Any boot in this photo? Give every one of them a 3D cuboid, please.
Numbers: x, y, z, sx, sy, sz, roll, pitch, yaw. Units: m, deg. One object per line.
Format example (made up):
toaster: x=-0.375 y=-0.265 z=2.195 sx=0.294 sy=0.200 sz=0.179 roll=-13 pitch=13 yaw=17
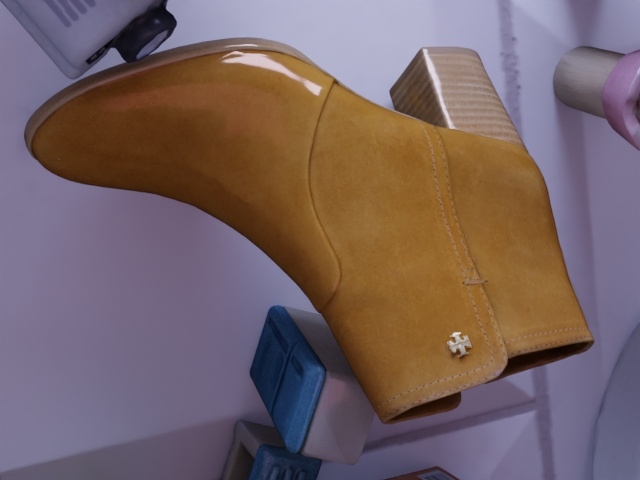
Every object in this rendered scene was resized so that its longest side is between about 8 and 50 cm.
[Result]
boot: x=0.000 y=0.000 z=0.655 sx=0.295 sy=0.104 sz=0.211 roll=-8 pitch=67 yaw=-19

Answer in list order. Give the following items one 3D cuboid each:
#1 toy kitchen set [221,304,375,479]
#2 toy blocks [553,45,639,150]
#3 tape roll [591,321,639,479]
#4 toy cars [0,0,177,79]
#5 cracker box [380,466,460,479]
toy kitchen set: x=-0.083 y=0.142 z=0.710 sx=0.166 sy=0.122 sz=0.207 roll=14 pitch=100 yaw=-18
toy blocks: x=0.298 y=-0.201 z=0.646 sx=0.289 sy=0.260 sz=0.308 roll=-7 pitch=106 yaw=-13
tape roll: x=0.310 y=0.148 z=0.753 sx=0.169 sy=0.246 sz=0.246 roll=14 pitch=101 yaw=-18
toy cars: x=-0.186 y=-0.170 z=0.579 sx=0.394 sy=0.087 sz=0.176 roll=0 pitch=92 yaw=-3
cracker box: x=0.021 y=0.264 z=0.756 sx=0.067 sy=0.156 sz=0.232 roll=29 pitch=97 yaw=25
